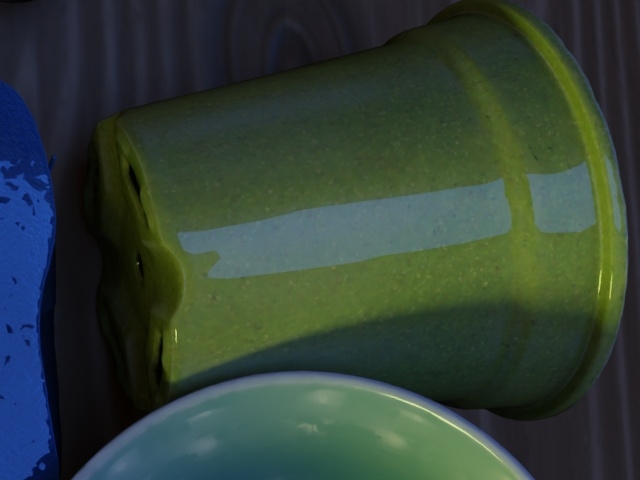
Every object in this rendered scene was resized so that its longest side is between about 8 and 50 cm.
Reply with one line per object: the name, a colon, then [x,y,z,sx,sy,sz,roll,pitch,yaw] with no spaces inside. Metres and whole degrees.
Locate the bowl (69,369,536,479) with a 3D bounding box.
bowl: [-0.006,0.235,0.671,0.311,0.163,0.311,-1,77,3]

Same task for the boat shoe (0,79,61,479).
boat shoe: [-0.203,0.039,0.692,0.109,0.089,0.258,2,87,-20]

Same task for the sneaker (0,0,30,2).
sneaker: [-0.224,-0.268,0.731,0.267,0.101,0.106,60,36,-11]

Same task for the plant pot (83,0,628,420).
plant pot: [0.000,0.000,0.745,0.254,0.276,0.276,-10,88,-23]
